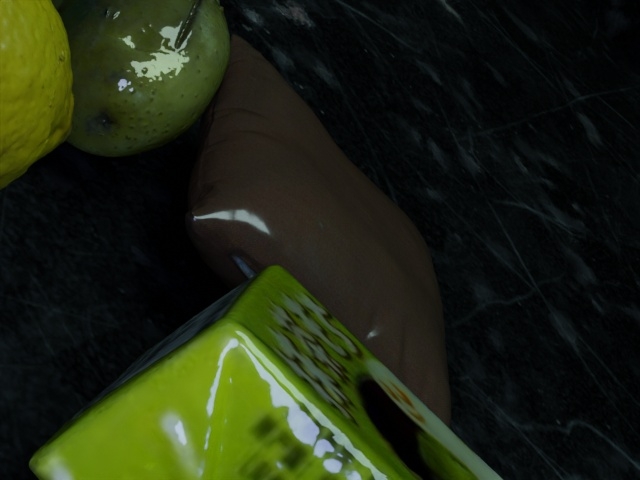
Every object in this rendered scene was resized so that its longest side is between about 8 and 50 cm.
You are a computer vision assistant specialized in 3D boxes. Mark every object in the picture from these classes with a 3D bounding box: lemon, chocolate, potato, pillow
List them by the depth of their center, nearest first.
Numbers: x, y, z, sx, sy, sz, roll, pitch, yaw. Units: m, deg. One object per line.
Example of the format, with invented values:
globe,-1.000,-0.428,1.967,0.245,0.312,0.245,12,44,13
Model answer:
chocolate,0.004,0.156,0.761,0.289,0.137,0.301,44,5,-2
lemon,-0.257,-0.112,0.808,0.193,0.180,0.180,-16,64,-36
potato,-0.156,-0.167,1.027,0.143,0.169,0.248,54,22,-37
pillow,0.000,0.000,1.068,0.308,0.108,0.305,47,23,-27
